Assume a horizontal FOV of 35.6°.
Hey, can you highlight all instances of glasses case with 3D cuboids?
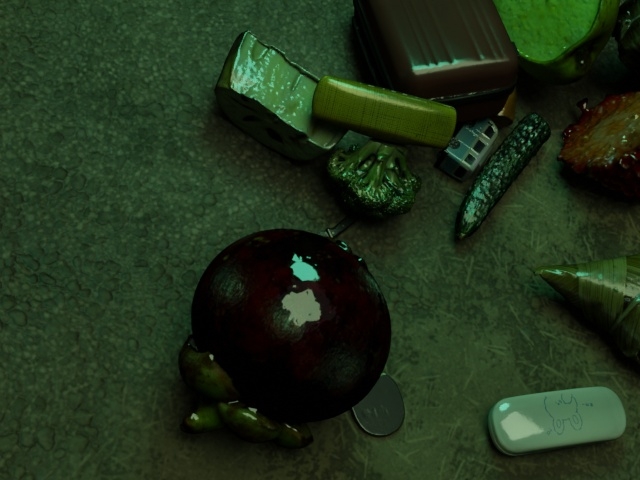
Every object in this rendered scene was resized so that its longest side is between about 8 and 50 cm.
[{"bbox_3d":[0.100,-0.200,1.578,0.234,0.064,0.079,13,108,-11],"label":"glasses case"},{"bbox_3d":[0.375,0.285,1.576,0.233,0.059,0.092,-3,69,-17],"label":"glasses case"}]

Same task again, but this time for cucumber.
[{"bbox_3d":[0.306,-0.110,1.730,0.067,0.067,0.293,39,64,3],"label":"cucumber"}]

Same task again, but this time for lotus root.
[{"bbox_3d":[-0.063,-0.225,1.634,0.235,0.138,0.119,31,68,-3],"label":"lotus root"}]

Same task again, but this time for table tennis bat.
[{"bbox_3d":[0.079,0.227,1.541,0.087,0.013,0.156,-12,71,-20],"label":"table tennis bat"}]

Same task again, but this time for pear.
[{"bbox_3d":[0.440,-0.412,1.743,0.164,0.238,0.255,-8,81,-52],"label":"pear"}]

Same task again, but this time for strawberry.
[{"bbox_3d":[0.553,-0.153,1.785,0.178,0.234,0.234,51,58,-26],"label":"strawberry"}]

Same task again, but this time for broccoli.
[{"bbox_3d":[0.087,-0.103,1.627,0.162,0.138,0.146,17,28,1],"label":"broccoli"}]

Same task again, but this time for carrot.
[{"bbox_3d":[0.318,-0.299,1.811,0.087,0.087,0.193,-1,73,-17],"label":"carrot"}]

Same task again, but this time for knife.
[{"bbox_3d":[0.000,0.000,1.621,0.170,0.010,0.023,-37,81,-25],"label":"knife"}]

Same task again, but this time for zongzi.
[{"bbox_3d":[0.661,-0.296,1.826,0.289,0.154,0.317,-14,79,-54],"label":"zongzi"},{"bbox_3d":[0.530,0.049,1.698,0.288,0.134,0.286,32,55,8],"label":"zongzi"}]

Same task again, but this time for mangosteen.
[{"bbox_3d":[-0.052,0.132,1.402,0.311,0.311,0.311,6,65,-14],"label":"mangosteen"}]

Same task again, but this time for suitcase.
[{"bbox_3d":[0.191,-0.344,1.715,0.236,0.161,0.297,-10,60,-11],"label":"suitcase"}]

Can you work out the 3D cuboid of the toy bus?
[{"bbox_3d":[0.261,-0.166,1.743,0.075,0.060,0.123,36,62,3],"label":"toy bus"}]
